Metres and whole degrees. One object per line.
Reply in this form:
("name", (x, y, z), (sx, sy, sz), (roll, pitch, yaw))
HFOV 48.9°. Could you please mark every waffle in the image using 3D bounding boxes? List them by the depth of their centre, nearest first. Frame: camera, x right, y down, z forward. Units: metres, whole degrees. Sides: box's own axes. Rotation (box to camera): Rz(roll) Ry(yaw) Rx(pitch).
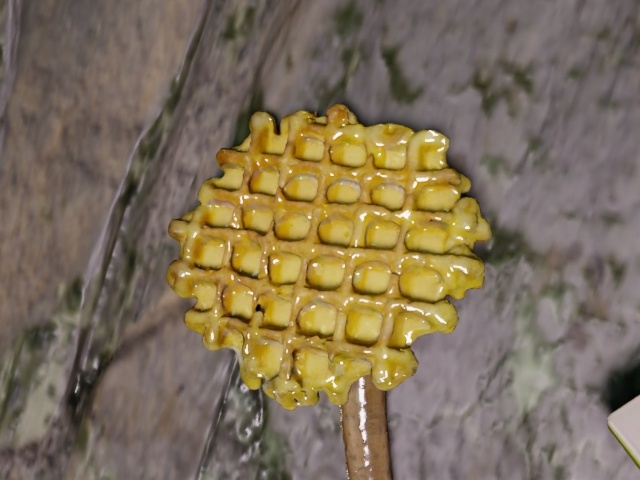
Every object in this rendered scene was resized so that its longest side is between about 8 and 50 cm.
("waffle", (0.000, 0.005, 0.402), (0.191, 0.038, 0.191), (-6, 71, 16))

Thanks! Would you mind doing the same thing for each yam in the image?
("yam", (0.028, 0.113, 0.415), (0.032, 0.032, 0.145), (-6, 89, 15))

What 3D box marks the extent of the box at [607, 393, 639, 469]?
("box", (0.289, 0.081, 0.299), (0.260, 0.062, 0.175), (-39, 59, 12))
